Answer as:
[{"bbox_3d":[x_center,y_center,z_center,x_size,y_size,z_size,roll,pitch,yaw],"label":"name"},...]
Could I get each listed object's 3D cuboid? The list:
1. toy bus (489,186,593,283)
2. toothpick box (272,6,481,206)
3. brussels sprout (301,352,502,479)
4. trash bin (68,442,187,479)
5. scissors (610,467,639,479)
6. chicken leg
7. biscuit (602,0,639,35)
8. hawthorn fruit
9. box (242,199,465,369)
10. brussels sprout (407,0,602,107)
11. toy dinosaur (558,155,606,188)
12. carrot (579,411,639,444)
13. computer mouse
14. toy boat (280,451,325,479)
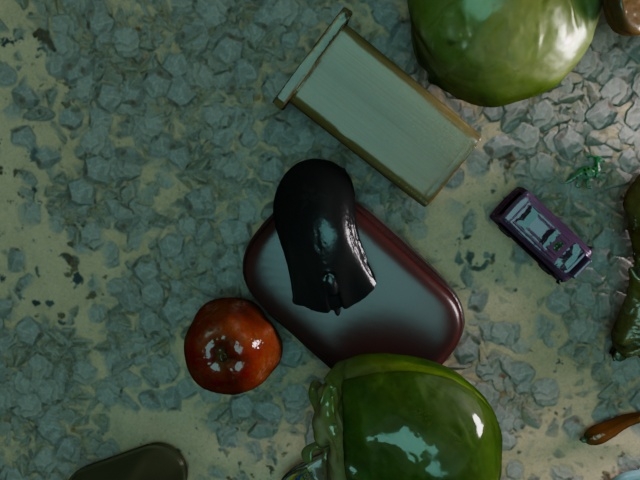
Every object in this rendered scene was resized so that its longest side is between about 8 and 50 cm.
[{"bbox_3d":[0.389,-0.006,1.234,0.178,0.098,0.087,42,95,-3],"label":"toy bus"},{"bbox_3d":[0.095,-0.212,1.188,0.308,0.190,0.187,37,96,-7],"label":"toothpick box"},{"bbox_3d":[0.126,0.346,1.103,0.314,0.276,0.371,12,129,-10],"label":"brussels sprout"},{"bbox_3d":[-0.376,0.474,1.242,0.243,0.247,0.121,-20,94,5],"label":"trash bin"},{"bbox_3d":[0.667,0.402,1.306,0.191,0.029,0.360,30,94,-5],"label":"scissors"},{"bbox_3d":[0.599,0.029,1.211,0.201,0.153,0.430,16,105,9],"label":"chicken leg"},{"bbox_3d":[0.609,-0.451,1.125,0.393,0.076,0.369,19,88,-25],"label":"biscuit"},{"bbox_3d":[-0.154,0.187,1.238,0.189,0.189,0.189,0,96,2],"label":"hawthorn fruit"},{"bbox_3d":[0.058,0.094,1.252,0.404,0.108,0.263,43,96,-2],"label":"box"},{"bbox_3d":[0.280,-0.375,1.131,0.327,0.247,0.328,-3,102,-15],"label":"brussels sprout"},{"bbox_3d":[0.470,-0.124,1.258,0.083,0.021,0.062,10,89,-3],"label":"toy dinosaur"},{"bbox_3d":[0.543,0.344,1.301,0.142,0.035,0.035,-23,95,0],"label":"carrot"},{"bbox_3d":[0.000,0.000,1.152,0.146,0.088,0.264,-15,97,7],"label":"computer mouse"},{"bbox_3d":[0.019,0.421,1.312,0.210,0.066,0.085,-22,94,5],"label":"toy boat"}]
